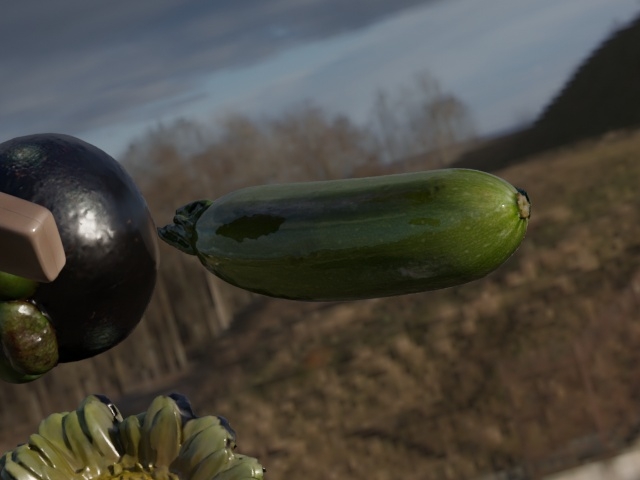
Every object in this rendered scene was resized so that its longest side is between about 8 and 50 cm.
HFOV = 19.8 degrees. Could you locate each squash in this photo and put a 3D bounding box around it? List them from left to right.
[{"bbox_3d":[0.000,0.000,1.299,0.341,0.094,0.094,-3,10,40],"label":"squash"}]

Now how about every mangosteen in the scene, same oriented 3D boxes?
[{"bbox_3d":[-0.261,0.017,1.702,0.243,0.243,0.243,-16,2,0],"label":"mangosteen"}]

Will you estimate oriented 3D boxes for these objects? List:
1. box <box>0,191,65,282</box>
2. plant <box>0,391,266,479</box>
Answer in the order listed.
[{"bbox_3d":[-0.192,-0.010,0.989,0.115,0.048,0.025,18,51,22],"label":"box"},{"bbox_3d":[-0.165,0.298,1.898,0.261,0.297,0.306,-39,38,8],"label":"plant"}]
